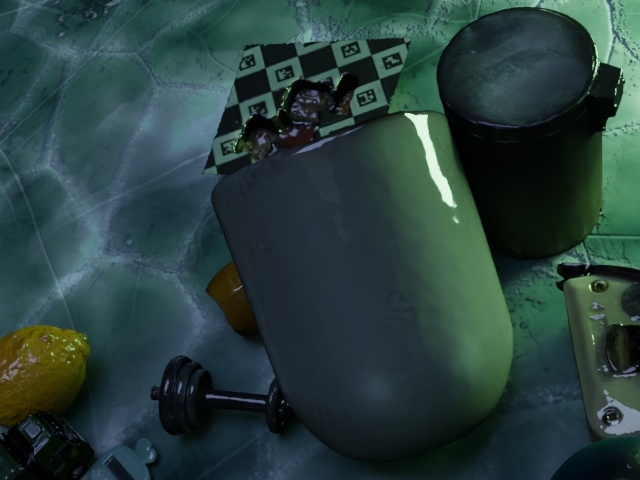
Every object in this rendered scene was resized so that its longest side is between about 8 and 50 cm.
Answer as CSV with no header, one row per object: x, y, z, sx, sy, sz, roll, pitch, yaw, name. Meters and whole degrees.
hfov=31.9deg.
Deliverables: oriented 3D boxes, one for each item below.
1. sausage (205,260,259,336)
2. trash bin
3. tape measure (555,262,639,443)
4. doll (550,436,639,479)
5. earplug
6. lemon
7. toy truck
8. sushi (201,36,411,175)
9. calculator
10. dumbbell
0.003,0.004,1.610,0.354,0.134,0.116,-35,71,-5,sausage
0.279,-0.133,1.499,0.252,0.302,0.203,9,59,22,trash bin
0.424,0.125,1.373,0.231,0.133,0.271,-13,50,12,tape measure
0.322,0.350,1.216,0.198,0.186,0.322,16,66,28,doll
0.072,0.068,1.385,0.312,0.312,0.394,-20,86,5,earplug
-0.415,0.193,1.619,0.187,0.142,0.142,-35,52,-10,lemon
-0.433,0.348,1.519,0.088,0.121,0.259,36,79,35,toy truck
-0.016,-0.201,1.805,0.293,0.059,0.292,3,58,22,sushi
-0.285,0.338,1.545,0.153,0.021,0.095,-44,53,-12,calculator
-0.111,0.219,1.522,0.254,0.110,0.110,4,57,14,dumbbell
